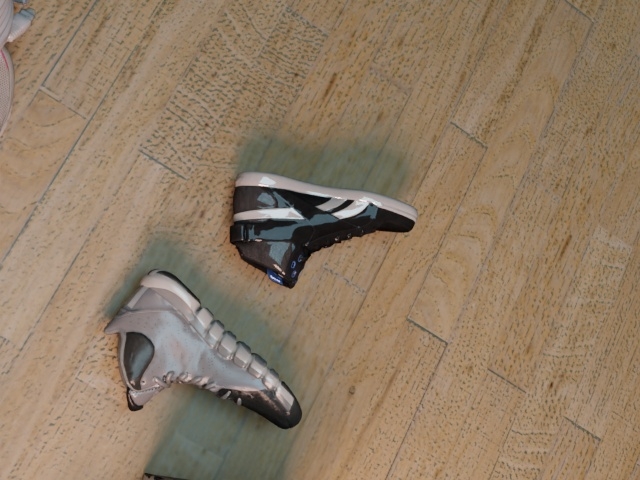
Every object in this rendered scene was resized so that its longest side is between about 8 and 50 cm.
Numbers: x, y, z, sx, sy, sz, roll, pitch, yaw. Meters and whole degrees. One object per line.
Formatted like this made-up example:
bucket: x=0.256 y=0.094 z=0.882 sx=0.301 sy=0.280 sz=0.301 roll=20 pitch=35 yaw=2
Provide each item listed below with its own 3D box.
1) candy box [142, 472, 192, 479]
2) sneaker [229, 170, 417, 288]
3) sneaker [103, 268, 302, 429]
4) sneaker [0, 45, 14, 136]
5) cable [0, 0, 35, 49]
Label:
candy box: x=-0.084 y=0.285 z=1.053 sx=0.164 sy=0.196 sz=0.070 roll=14 pitch=78 yaw=-20
sneaker: x=0.000 y=0.000 z=1.201 sx=0.216 sy=0.079 sz=0.121 roll=10 pitch=82 yaw=-13
sneaker: x=-0.137 y=0.150 z=1.121 sx=0.228 sy=0.086 sz=0.132 roll=44 pitch=73 yaw=0
sneaker: x=-0.374 y=-0.101 z=1.036 sx=0.103 sy=0.111 sz=0.252 roll=26 pitch=73 yaw=-17
cable: x=-0.420 y=-0.237 z=0.991 sx=0.257 sy=0.089 sz=0.257 roll=20 pitch=43 yaw=-2
